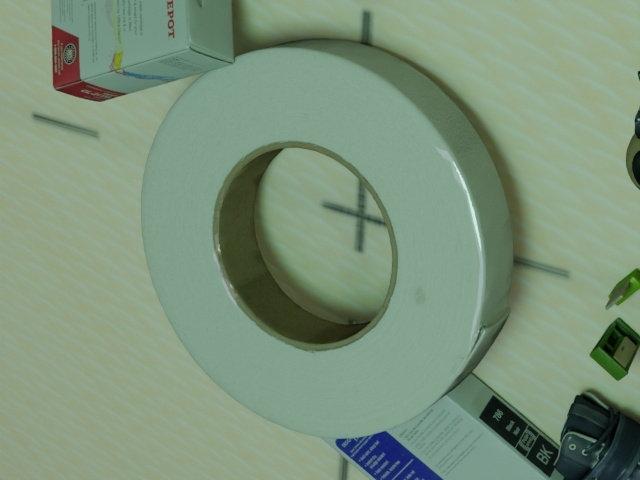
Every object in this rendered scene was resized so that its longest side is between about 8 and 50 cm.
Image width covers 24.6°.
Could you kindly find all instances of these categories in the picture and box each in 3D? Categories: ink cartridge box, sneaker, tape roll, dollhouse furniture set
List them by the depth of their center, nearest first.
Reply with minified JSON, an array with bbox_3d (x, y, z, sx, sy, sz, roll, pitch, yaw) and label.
[{"bbox_3d":[0.311,0.060,1.342,0.076,0.058,0.152,43,129,0],"label":"dollhouse furniture set"},{"bbox_3d":[0.322,0.190,1.395,0.163,0.086,0.226,39,130,1],"label":"sneaker"},{"bbox_3d":[-0.172,-0.215,1.408,0.175,0.072,0.128,-10,76,33],"label":"ink cartridge box"},{"bbox_3d":[0.000,0.000,1.424,0.392,0.072,0.392,9,109,28],"label":"tape roll"},{"bbox_3d":[0.134,0.222,1.535,0.332,0.065,0.165,40,129,1],"label":"ink cartridge box"}]

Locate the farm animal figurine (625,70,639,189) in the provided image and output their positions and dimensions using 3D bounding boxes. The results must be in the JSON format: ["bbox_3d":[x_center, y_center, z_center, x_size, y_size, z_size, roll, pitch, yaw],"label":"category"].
[{"bbox_3d":[0.408,0.005,1.116,0.330,0.172,0.327,7,150,27],"label":"farm animal figurine"}]
